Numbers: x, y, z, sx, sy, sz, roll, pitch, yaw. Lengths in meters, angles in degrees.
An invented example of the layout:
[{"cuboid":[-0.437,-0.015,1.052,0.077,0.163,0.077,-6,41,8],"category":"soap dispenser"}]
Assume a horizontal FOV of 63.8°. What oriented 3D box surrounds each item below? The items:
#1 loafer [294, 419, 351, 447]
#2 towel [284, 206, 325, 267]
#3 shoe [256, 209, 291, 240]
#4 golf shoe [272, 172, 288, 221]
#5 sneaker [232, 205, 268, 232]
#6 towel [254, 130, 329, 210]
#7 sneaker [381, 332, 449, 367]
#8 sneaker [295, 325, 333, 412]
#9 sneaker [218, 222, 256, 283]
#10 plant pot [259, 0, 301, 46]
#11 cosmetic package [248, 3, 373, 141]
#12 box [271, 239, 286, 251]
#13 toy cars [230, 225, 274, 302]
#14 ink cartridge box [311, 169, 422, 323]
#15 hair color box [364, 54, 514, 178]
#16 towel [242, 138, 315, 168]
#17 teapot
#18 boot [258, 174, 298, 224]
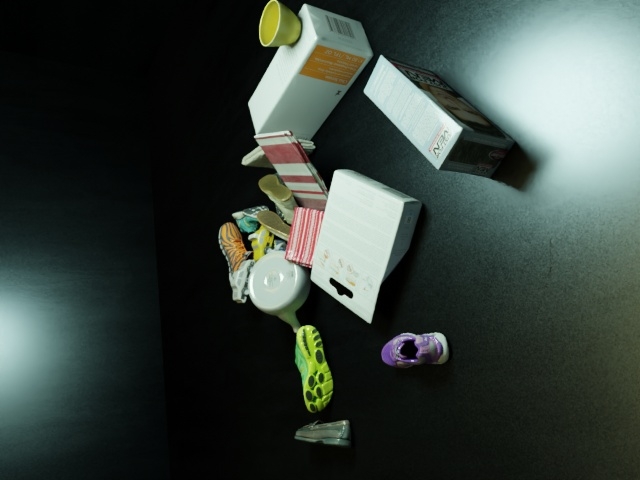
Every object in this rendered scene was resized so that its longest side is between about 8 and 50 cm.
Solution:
[{"cuboid":[0.014,0.653,1.754,0.267,0.096,0.084,-18,53,48],"category":"loafer"},{"cuboid":[0.000,0.000,1.744,0.274,0.031,0.199,13,90,35],"category":"towel"},{"cuboid":[-0.162,-0.044,2.004,0.219,0.076,0.058,32,146,20],"category":"shoe"},{"cuboid":[-0.146,-0.174,2.057,0.094,0.077,0.199,-150,54,-85],"category":"golf shoe"},{"cuboid":[-0.296,-0.090,2.271,0.275,0.106,0.110,-5,103,61],"category":"sneaker"},{"cuboid":[-0.082,-0.239,1.792,0.237,0.037,0.329,11,141,56],"category":"towel"},{"cuboid":[0.234,0.301,1.403,0.236,0.104,0.095,-27,68,55],"category":"sneaker"},{"cuboid":[-0.026,0.450,1.817,0.123,0.109,0.296,127,137,-72],"category":"sneaker"},{"cuboid":[-0.350,0.048,2.321,0.180,0.124,0.322,-31,73,48],"category":"sneaker"},{"cuboid":[-0.116,-0.657,1.586,0.134,0.095,0.135,-8,81,57],"category":"plant pot"},{"cuboid":[-0.049,-0.549,1.770,0.453,0.229,0.162,-46,51,47],"category":"cosmetic package"},{"cuboid":[-0.163,0.086,2.069,0.059,0.054,0.169,-36,58,51],"category":"box"},{"cuboid":[-0.288,0.079,2.105,0.394,0.087,0.177,-60,26,22],"category":"toy cars"},{"cuboid":[0.125,0.010,1.577,0.308,0.091,0.386,32,118,44],"category":"ink cartridge box"},{"cuboid":[0.283,-0.314,1.286,0.375,0.185,0.114,59,134,40],"category":"hair color box"},{"cuboid":[-0.162,-0.334,1.969,0.282,0.187,0.049,-15,77,54],"category":"towel"},{"cuboid":[-0.133,0.165,1.916,0.252,0.187,0.256,32,89,33],"category":"teapot"},{"cuboid":[-0.146,-0.151,1.961,0.213,0.077,0.165,40,166,45],"category":"boot"}]
